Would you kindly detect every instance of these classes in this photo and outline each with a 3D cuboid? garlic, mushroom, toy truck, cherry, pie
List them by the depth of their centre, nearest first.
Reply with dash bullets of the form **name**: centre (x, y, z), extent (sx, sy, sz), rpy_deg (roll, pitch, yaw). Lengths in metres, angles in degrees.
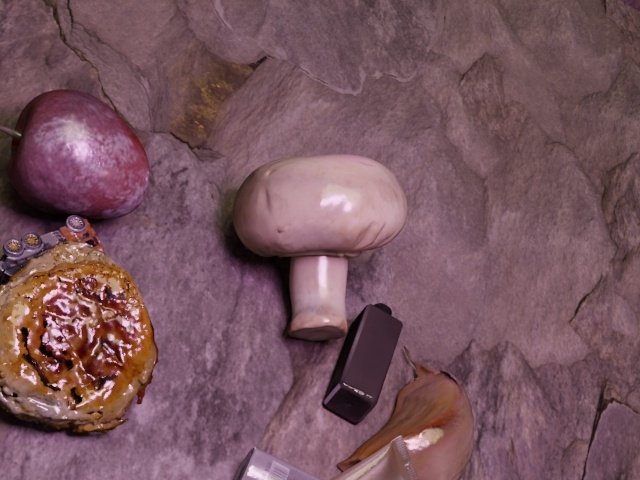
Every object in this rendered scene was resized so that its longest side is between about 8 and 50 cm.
- **pie**: centre (-0.384, 0.153, 1.798), extent (0.308, 0.085, 0.308), rpy_deg (10, 68, -27)
- **toy truck**: centre (-0.441, 0.036, 1.917), extent (0.192, 0.083, 0.092), rpy_deg (-25, 69, -43)
- **cherry**: centre (-0.417, -0.146, 1.988), extent (0.285, 0.213, 0.236), rpy_deg (24, 31, -15)
- **garlic**: centre (0.178, 0.307, 2.055), extent (0.196, 0.151, 0.338), rpy_deg (19, 42, 15)
- **mushroom**: centre (-0.011, -0.034, 2.117), extent (0.315, 0.315, 0.356), rpy_deg (31, 43, -7)

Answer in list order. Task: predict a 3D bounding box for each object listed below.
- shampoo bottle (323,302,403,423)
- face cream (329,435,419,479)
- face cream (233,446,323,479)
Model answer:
- **shampoo bottle**: centre (0.080, 0.205, 2.116), extent (0.079, 0.080, 0.246), rpy_deg (31, 42, -7)
- **face cream**: centre (0.006, 0.425, 1.793), extent (0.341, 0.084, 0.137), rpy_deg (-22, 89, -23)
- **face cream**: centre (-0.008, 0.425, 1.865), extent (0.269, 0.073, 0.107), rpy_deg (30, 59, -8)
